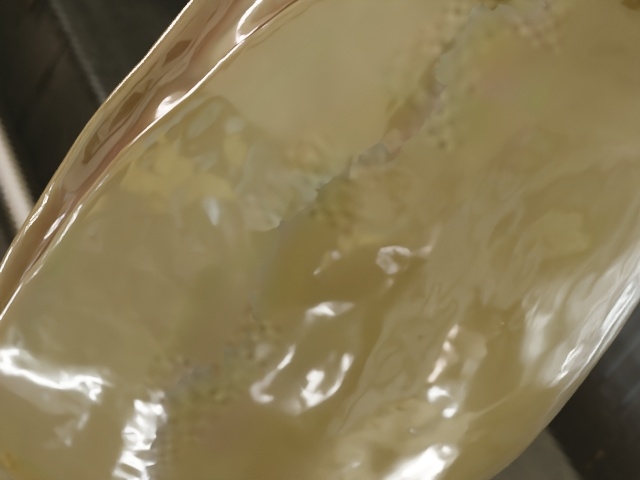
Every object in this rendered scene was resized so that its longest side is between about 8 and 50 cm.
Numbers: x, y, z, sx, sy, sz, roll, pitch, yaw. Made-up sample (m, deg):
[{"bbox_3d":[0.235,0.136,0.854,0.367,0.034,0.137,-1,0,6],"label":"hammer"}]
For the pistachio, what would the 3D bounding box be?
[{"bbox_3d":[0.000,0.000,0.463,0.181,0.293,0.162,23,-150,-41],"label":"pistachio"}]
